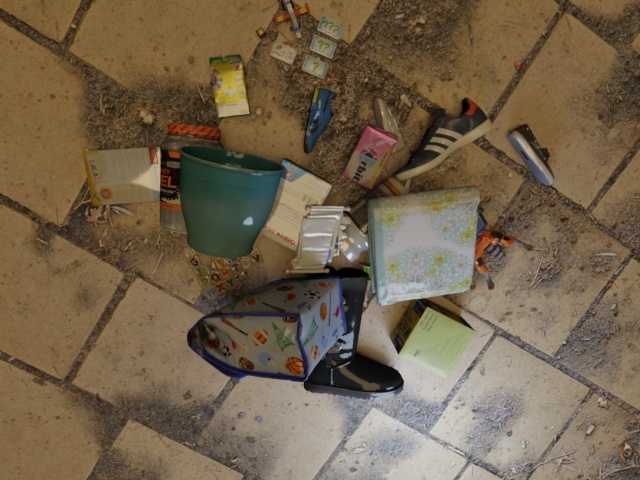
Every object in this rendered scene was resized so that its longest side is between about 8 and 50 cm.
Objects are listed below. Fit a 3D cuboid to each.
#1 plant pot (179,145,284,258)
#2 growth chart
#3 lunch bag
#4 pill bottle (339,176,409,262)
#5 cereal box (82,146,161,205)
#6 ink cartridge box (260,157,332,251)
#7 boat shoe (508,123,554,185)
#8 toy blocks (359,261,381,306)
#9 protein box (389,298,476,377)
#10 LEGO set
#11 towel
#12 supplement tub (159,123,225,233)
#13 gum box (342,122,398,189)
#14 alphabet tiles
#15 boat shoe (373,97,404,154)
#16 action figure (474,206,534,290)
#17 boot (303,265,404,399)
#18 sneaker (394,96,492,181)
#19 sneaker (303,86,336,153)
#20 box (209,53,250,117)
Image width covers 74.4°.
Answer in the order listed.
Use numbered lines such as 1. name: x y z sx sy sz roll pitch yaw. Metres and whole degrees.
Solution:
1. plant pot: -0.256 -0.099 1.142 0.271 0.272 0.255 12 108 -6
2. growth chart: 0.000 0.000 1.272 0.171 0.021 0.237 7 109 -29
3. lunch bag: -0.155 0.256 1.278 0.385 0.328 0.239 -2 101 22
4. pill bottle: 0.170 -0.064 1.375 0.278 0.162 0.162 -38 102 4
5. cereal box: -0.613 -0.206 1.346 0.240 0.047 0.173 -4 102 -4
6. ink cartridge box: -0.093 -0.115 1.320 0.171 0.168 0.233 28 99 -6
7. boat shoe: 0.725 -0.291 1.415 0.076 0.080 0.228 -40 94 6
8. toy blocks: 0.186 0.157 1.479 0.123 0.054 0.148 5 102 -6
9. protein box: 0.390 0.332 1.489 0.201 0.136 0.200 27 100 -10
10. LEGO set: -0.067 -0.633 1.292 0.244 0.060 0.183 22 96 -8
11. towel: 0.311 0.022 1.297 0.320 0.090 0.375 -9 121 -3
12. supplement tub: -0.390 -0.188 1.292 0.193 0.193 0.316 4 101 -5
13. gum box: 0.160 -0.273 1.350 0.107 0.062 0.188 26 116 -2
14. alphabet tiles: -0.325 0.069 1.446 0.237 0.009 0.198 -24 102 2
15. boat shoe: 0.226 -0.375 1.365 0.063 0.066 0.184 -24 102 -9
16. action figure: 0.489 0.024 1.451 0.330 0.178 0.341 36 125 -4
17. boot: 0.124 0.312 1.462 0.366 0.146 0.446 2 101 -3
18. sneaker: 0.367 -0.329 1.360 0.350 0.131 0.148 -34 95 -2
19. sneaker: -0.003 -0.377 1.344 0.082 0.069 0.210 12 101 -10
20. box: -0.283 -0.480 1.315 0.105 0.043 0.179 -6 105 -2
